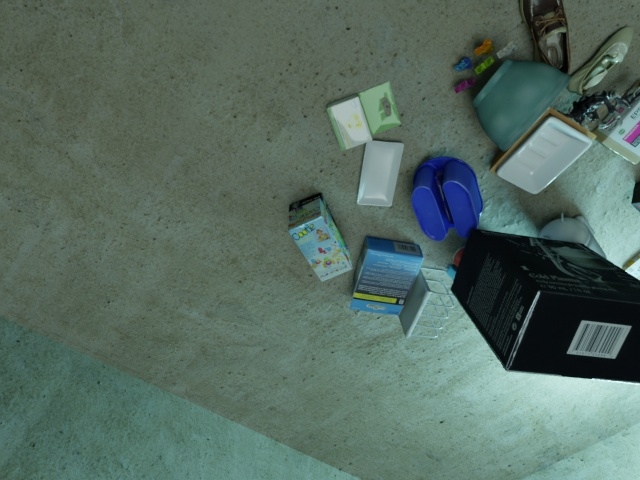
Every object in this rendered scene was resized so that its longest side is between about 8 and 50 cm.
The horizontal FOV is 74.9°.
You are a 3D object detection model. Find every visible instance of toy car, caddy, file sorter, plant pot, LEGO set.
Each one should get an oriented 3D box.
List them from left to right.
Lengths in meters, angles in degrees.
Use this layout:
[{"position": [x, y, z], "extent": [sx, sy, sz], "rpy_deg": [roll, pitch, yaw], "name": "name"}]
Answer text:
[{"position": [0.487, 0.285, 1.909], "extent": [0.173, 0.193, 0.278], "rpy_deg": [9, 123, -11], "name": "file sorter"}, {"position": [0.491, -0.160, 1.627], "extent": [0.241, 0.179, 0.341], "rpy_deg": [-7, 128, 31], "name": "caddy"}, {"position": [0.692, 0.136, 1.785], "extent": [0.210, 0.238, 0.219], "rpy_deg": [17, 122, -13], "name": "toy car"}, {"position": [0.542, -0.599, 1.389], "extent": [0.227, 0.093, 0.087], "rpy_deg": [-34, 84, 48], "name": "LEGO set"}, {"position": [0.633, -0.471, 1.386], "extent": [0.196, 0.293, 0.293], "rpy_deg": [39, 117, 6], "name": "plant pot"}]

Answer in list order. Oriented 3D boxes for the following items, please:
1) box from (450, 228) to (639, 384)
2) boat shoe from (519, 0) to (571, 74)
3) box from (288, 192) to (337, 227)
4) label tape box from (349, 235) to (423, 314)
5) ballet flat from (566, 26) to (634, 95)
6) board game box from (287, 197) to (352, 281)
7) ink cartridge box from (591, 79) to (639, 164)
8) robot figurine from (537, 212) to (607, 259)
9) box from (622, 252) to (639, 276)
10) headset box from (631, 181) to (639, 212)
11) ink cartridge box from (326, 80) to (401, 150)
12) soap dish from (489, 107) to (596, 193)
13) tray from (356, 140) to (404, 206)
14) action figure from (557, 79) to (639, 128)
[{"position": [0.785, 0.202, 1.433], "extent": [0.479, 0.472, 0.298], "rpy_deg": [7, 111, -8], "name": "box"}, {"position": [0.727, -0.676, 1.321], "extent": [0.123, 0.123, 0.342], "rpy_deg": [-21, 121, 12], "name": "boat shoe"}, {"position": [-0.028, -0.084, 1.718], "extent": [0.147, 0.078, 0.180], "rpy_deg": [-20, 122, 12], "name": "box"}, {"position": [0.281, 0.165, 1.872], "extent": [0.249, 0.115, 0.348], "rpy_deg": [9, 125, -7], "name": "label tape box"}, {"position": [0.956, -0.594, 1.406], "extent": [0.086, 0.086, 0.248], "rpy_deg": [31, 117, -20], "name": "ballet flat"}, {"position": [0.000, 0.000, 1.641], "extent": [0.144, 0.142, 0.275], "rpy_deg": [-23, 122, 13], "name": "board game box"}, {"position": [1.152, -0.425, 1.519], "extent": [0.193, 0.088, 0.235], "rpy_deg": [22, 121, -16], "name": "ink cartridge box"}, {"position": [1.051, 0.043, 1.755], "extent": [0.353, 0.199, 0.300], "rpy_deg": [43, 73, -25], "name": "robot figurine"}, {"position": [1.457, 0.112, 1.916], "extent": [0.081, 0.028, 0.136], "rpy_deg": [25, 122, -17], "name": "box"}, {"position": [1.395, -0.145, 1.630], "extent": [0.293, 0.110, 0.218], "rpy_deg": [32, 160, -21], "name": "headset box"}, {"position": [0.159, -0.443, 1.502], "extent": [0.235, 0.056, 0.171], "rpy_deg": [-17, 121, 12], "name": "ink cartridge box"}, {"position": [0.799, -0.329, 1.531], "extent": [0.228, 0.118, 0.291], "rpy_deg": [22, 130, -15], "name": "soap dish"}, {"position": [0.230, -0.261, 1.637], "extent": [0.145, 0.030, 0.270], "rpy_deg": [4, 123, -3], "name": "tray"}, {"position": [0.970, -0.447, 1.415], "extent": [0.275, 0.164, 0.141], "rpy_deg": [-19, 103, 25], "name": "action figure"}]
